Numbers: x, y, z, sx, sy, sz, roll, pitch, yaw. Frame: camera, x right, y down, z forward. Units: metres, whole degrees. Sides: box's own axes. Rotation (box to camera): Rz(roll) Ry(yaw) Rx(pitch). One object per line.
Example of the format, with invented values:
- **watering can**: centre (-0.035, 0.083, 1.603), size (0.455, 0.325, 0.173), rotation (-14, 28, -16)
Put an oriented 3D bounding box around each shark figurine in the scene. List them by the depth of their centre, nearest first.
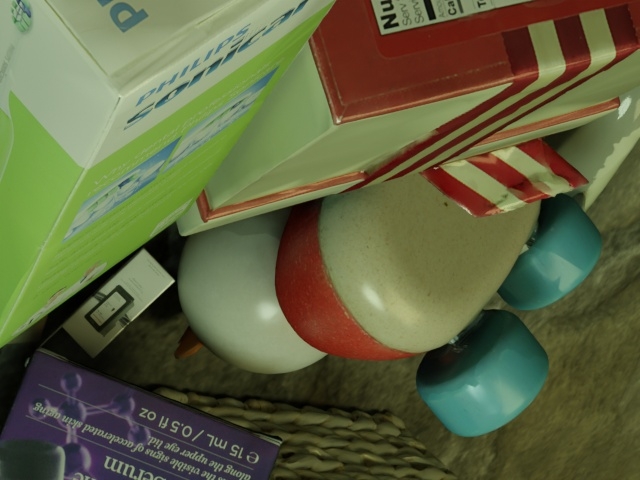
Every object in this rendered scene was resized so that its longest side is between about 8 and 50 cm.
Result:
- **shark figurine**: centre (0.177, -0.105, 1.240), size (0.278, 0.116, 0.166), rotation (-58, 178, 31)

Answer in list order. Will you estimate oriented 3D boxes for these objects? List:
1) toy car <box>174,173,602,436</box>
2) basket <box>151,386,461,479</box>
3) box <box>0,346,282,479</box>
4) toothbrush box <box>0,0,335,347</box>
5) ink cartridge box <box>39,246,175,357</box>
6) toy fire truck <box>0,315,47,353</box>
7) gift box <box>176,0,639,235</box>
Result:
- **toy car**: centre (0.000, 0.000, 1.119), size (0.219, 0.238, 0.210), rotation (50, 44, -20)
- **basket**: centre (-0.031, 0.311, 1.295), size (0.328, 0.266, 0.331), rotation (13, 115, -52)
- **box**: centre (-0.131, 0.184, 1.071), size (0.108, 0.153, 0.207), rotation (135, -25, -79)
- **toothbrush box**: centre (-0.121, -0.104, 0.685), size (0.122, 0.206, 0.283), rotation (-37, 175, -24)
- **ink cartridge box**: centre (-0.125, 0.042, 1.105), size (0.083, 0.028, 0.048), rotation (-43, -176, -3)
- **toy fire truck**: centre (-0.190, 0.008, 0.952), size (0.158, 0.246, 0.217), rotation (32, 101, -13)
- **gift box**: centre (0.050, -0.143, 0.837), size (0.276, 0.255, 0.258), rotation (-11, 174, -21)
